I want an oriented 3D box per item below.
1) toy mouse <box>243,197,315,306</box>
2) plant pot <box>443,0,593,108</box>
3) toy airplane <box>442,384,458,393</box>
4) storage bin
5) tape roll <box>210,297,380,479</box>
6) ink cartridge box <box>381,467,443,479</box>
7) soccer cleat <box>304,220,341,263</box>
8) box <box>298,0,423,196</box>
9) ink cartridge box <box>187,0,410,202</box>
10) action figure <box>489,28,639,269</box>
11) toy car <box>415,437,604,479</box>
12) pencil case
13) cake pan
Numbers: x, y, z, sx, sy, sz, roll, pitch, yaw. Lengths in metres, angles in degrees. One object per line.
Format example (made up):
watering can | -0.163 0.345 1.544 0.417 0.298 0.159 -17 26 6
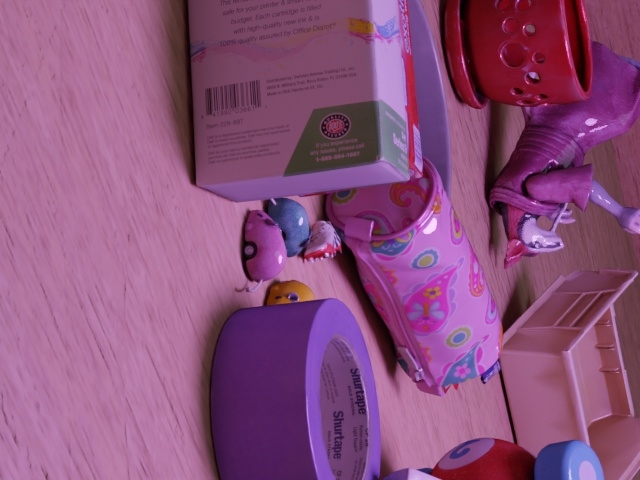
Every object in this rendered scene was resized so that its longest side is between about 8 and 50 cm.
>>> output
toy mouse | -0.033 0.002 1.370 0.161 0.031 0.143 -9 91 -72
plant pot | 0.262 -0.269 2.151 0.191 0.174 0.191 -7 90 -73
toy airplane | 0.141 0.110 1.869 0.151 0.028 0.151 -8 90 -73
storage bin | 0.377 0.208 2.288 0.260 0.123 0.262 -38 121 -47
tape roll | -0.016 0.143 1.290 0.189 0.080 0.189 -7 90 -73
ink cartridge box | 0.139 0.315 1.344 0.232 0.066 0.189 22 55 -25
soccer cleat | 0.000 0.000 1.483 0.083 0.029 0.036 -19 93 -75
box | 0.008 -0.181 1.409 0.128 0.122 0.257 37 46 -67
ink cartridge box | -0.018 -0.147 1.272 0.093 0.154 0.212 22 62 -70
action figure | 0.327 -0.130 2.278 0.275 0.248 0.370 38 65 -19
toy car | 0.117 0.277 1.508 0.238 0.219 0.210 21 61 -45
pencil case | 0.100 0.039 1.626 0.284 0.124 0.124 64 25 -47
cake pan | 0.080 -0.141 1.737 0.293 0.054 0.293 -7 90 -72
